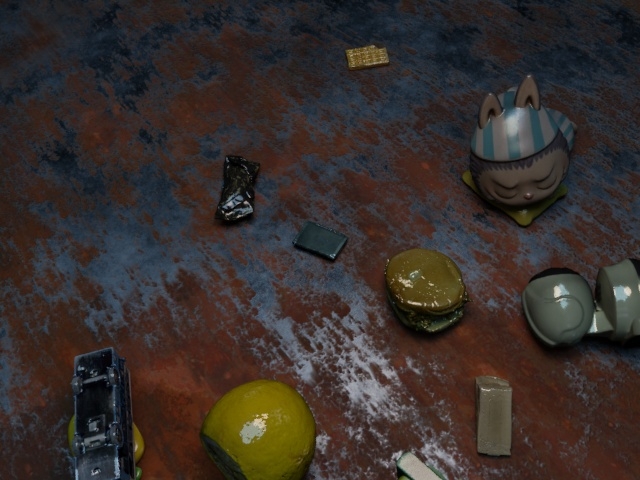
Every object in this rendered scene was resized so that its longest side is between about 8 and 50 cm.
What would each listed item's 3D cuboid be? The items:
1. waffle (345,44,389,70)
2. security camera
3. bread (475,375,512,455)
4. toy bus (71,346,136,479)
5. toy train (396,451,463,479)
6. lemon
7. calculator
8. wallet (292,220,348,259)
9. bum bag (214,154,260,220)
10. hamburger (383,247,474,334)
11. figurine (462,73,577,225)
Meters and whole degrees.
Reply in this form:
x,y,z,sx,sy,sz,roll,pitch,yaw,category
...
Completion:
x,y,z,sx,sy,sz,roll,pitch,yaw,category
0.152,-0.595,2.063,0.135,0.021,0.092,-9,57,0,waffle
0.605,0.147,1.453,0.277,0.197,0.191,-7,70,11,security camera
0.380,0.385,1.409,0.077,0.105,0.152,5,90,8,bread
-0.469,0.393,1.383,0.106,0.131,0.297,-15,54,-2,toy bus
0.170,0.600,1.218,0.397,0.160,0.253,-42,55,-20,toy train
-0.115,0.401,1.323,0.240,0.240,0.219,36,56,25,lemon
-0.481,0.461,1.436,0.146,0.032,0.235,-37,60,-17,calculator
0.000,0.000,1.691,0.129,0.026,0.088,22,58,19,wallet
-0.230,-0.150,1.785,0.102,0.069,0.248,14,54,-14,bum bag
0.248,0.115,1.539,0.189,0.122,0.215,-21,54,-16,hamburger
0.544,-0.284,1.617,0.266,0.378,0.361,28,65,21,figurine
